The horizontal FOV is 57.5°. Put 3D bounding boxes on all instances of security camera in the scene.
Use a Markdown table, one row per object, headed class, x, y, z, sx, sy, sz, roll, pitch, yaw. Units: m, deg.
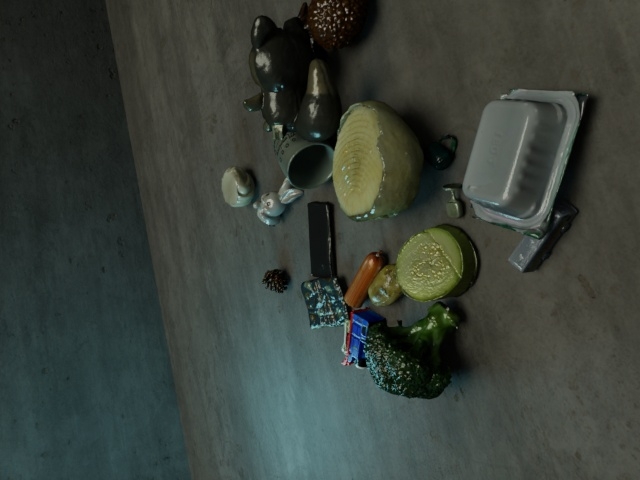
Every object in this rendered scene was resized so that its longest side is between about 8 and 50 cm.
| class | x | y | z | sx | sy | sz | roll | pitch | yaw |
| --- | --- | --- | --- | --- | --- | --- | --- | --- | --- |
| security camera | 0.368 | -0.107 | 1.604 | 0.058 | 0.058 | 0.092 | 15 | 120 | 52 |

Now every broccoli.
| class | x | y | z | sx | sy | sz | roll | pitch | yaw |
| --- | --- | --- | --- | --- | --- | --- | --- | --- | --- |
| broccoli | 0.267 | 0.309 | 1.657 | 0.297 | 0.297 | 0.297 | -46 | 47 | -3 |

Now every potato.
| class | x | y | z | sx | sy | sz | roll | pitch | yaw |
| --- | --- | --- | --- | --- | --- | --- | --- | --- | --- |
| potato | 0.212 | 0.140 | 1.818 | 0.170 | 0.080 | 0.107 | -49 | 47 | 46 |

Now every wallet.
| class | x | y | z | sx | sy | sz | roll | pitch | yaw |
| --- | --- | --- | --- | --- | --- | --- | --- | --- | --- |
| wallet | 0.001 | 0.000 | 2.121 | 0.146 | 0.030 | 0.285 | 6 | 102 | 58 |

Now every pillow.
| class | x | y | z | sx | sy | sz | roll | pitch | yaw |
| --- | --- | --- | --- | --- | --- | --- | --- | --- | --- |
| pillow | 0.016 | 0.227 | 2.121 | 0.256 | 0.034 | 0.188 | -16 | 88 | 56 |

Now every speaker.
| class | x | y | z | sx | sy | sz | roll | pitch | yaw |
| --- | --- | --- | --- | --- | --- | --- | --- | --- | --- |
| speaker | 0.338 | -0.247 | 1.619 | 0.094 | 0.060 | 0.075 | -43 | 54 | 7 |

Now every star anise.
| class | x | y | z | sx | sy | sz | roll | pitch | yaw |
| --- | --- | --- | --- | --- | --- | --- | --- | --- | --- |
| star anise | -0.054 | -0.694 | 2.030 | 0.272 | 0.103 | 0.271 | 18 | 113 | 51 |

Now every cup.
| class | x | y | z | sx | sy | sz | roll | pitch | yaw |
| --- | --- | --- | --- | --- | --- | --- | --- | --- | --- |
| cup | -0.053 | -0.347 | 2.028 | 0.258 | 0.186 | 0.234 | -58 | 42 | 28 |

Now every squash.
| class | x | y | z | sx | sy | sz | roll | pitch | yaw |
| --- | --- | --- | --- | --- | --- | --- | --- | --- | --- |
| squash | 0.322 | 0.057 | 1.626 | 0.220 | 0.133 | 0.220 | 0 | 89 | 51 |

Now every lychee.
| class | x | y | z | sx | sy | sz | roll | pitch | yaw |
| --- | --- | --- | --- | --- | --- | --- | --- | --- | --- |
| lychee | 0.046 | -0.699 | 1.825 | 0.238 | 0.200 | 0.200 | -33 | 69 | 48 |

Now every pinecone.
| class | x | y | z | sx | sy | sz | roll | pitch | yaw |
| --- | --- | --- | --- | --- | --- | --- | --- | --- | --- |
| pinecone | -0.178 | 0.161 | 2.329 | 0.109 | 0.102 | 0.102 | 27 | 117 | 35 |

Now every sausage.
| class | x | y | z | sx | sy | sz | roll | pitch | yaw |
| --- | --- | --- | --- | --- | --- | --- | --- | --- | --- |
| sausage | 0.151 | 0.119 | 1.902 | 0.071 | 0.071 | 0.234 | 53 | 134 | 34 |

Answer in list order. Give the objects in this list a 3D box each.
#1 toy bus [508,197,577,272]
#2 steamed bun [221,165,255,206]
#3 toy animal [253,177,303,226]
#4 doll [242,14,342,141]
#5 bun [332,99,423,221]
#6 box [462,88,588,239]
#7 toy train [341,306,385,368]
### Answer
| class | x | y | z | sx | sy | sz | roll | pitch | yaw |
| --- | --- | --- | --- | --- | --- | --- | --- | --- | --- |
| toy bus | 0.521 | -0.009 | 1.381 | 0.064 | 0.075 | 0.190 | 52 | 134 | 36 |
| steamed bun | -0.347 | -0.227 | 2.491 | 0.183 | 0.106 | 0.182 | 19 | 113 | 53 |
| toy animal | -0.170 | -0.159 | 2.251 | 0.220 | 0.131 | 0.103 | -54 | 39 | 39 |
| doll | -0.066 | -0.517 | 1.847 | 0.379 | 0.252 | 0.382 | 16 | 123 | 31 |
| bun | 0.178 | -0.221 | 1.700 | 0.364 | 0.202 | 0.364 | 177 | 90 | -67 |
| box | 0.443 | -0.197 | 1.368 | 0.264 | 0.106 | 0.336 | 28 | 108 | 58 |
| toy train | 0.137 | 0.331 | 1.944 | 0.131 | 0.083 | 0.203 | 25 | 116 | 47 |
